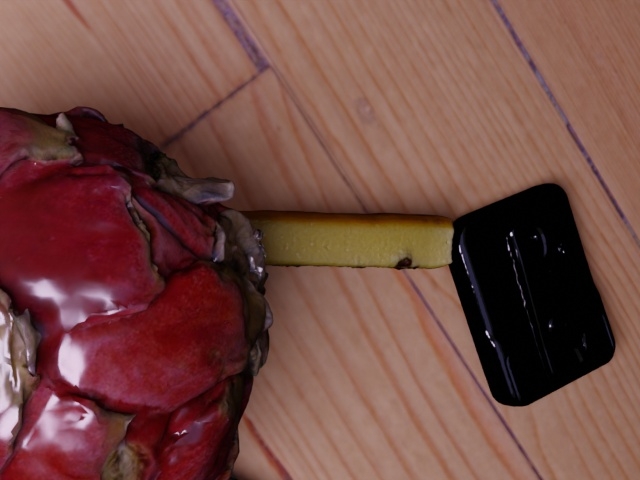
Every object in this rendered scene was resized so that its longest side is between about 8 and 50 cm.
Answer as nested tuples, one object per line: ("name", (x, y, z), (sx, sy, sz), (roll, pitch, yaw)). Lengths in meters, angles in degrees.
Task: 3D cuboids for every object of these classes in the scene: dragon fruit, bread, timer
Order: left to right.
("dragon fruit", (-0.191, 0.072, 0.740), (0.329, 0.329, 0.329), (2, 85, -28))
("bread", (0.000, 0.000, 0.965), (0.226, 0.088, 0.049), (1, 89, -27))
("timer", (0.203, 0.050, 1.085), (0.144, 0.055, 0.187), (-22, 96, -27))

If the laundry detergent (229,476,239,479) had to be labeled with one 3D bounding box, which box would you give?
("laundry detergent", (-0.066, 0.269, 0.924), (0.137, 0.063, 0.211), (-14, 91, -30))
